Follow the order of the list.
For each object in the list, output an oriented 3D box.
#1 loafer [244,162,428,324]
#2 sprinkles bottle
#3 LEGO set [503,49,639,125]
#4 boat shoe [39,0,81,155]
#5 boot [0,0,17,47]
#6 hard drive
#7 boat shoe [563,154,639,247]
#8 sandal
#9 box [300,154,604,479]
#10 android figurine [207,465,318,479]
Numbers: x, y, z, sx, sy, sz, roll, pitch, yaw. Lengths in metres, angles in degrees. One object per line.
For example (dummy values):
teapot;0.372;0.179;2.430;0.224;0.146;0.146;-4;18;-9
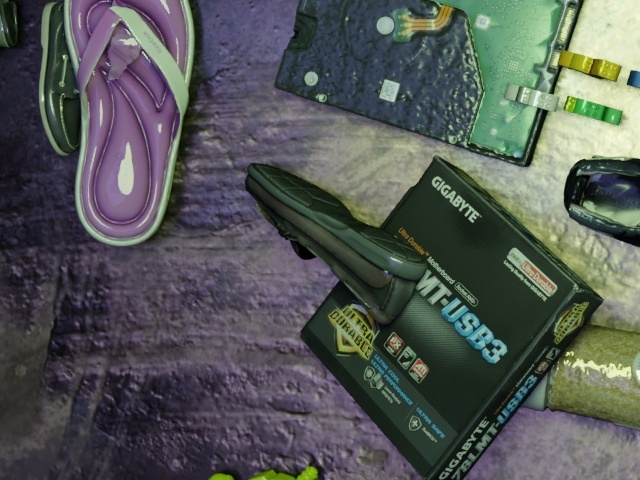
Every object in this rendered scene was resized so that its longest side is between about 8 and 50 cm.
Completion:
loafer;0.000;0.000;1.930;0.302;0.109;0.095;34;108;38
sprinkles bottle;0.406;0.173;1.861;0.355;0.121;0.121;11;95;14
LEGO set;0.343;-0.174;1.836;0.227;0.093;0.087;15;97;-7
boat shoe;-0.329;-0.216;2.064;0.065;0.075;0.206;-3;87;18
boot;-0.485;-0.256;2.104;0.161;0.083;0.246;-10;91;10
hard drive;0.135;-0.251;1.943;0.339;0.064;0.237;18;97;14
boat shoe;0.444;-0.021;1.821;0.340;0.158;0.127;11;96;15
sandal;-0.243;-0.198;2.006;0.169;0.102;0.416;-3;94;-7
box;0.150;0.094;1.882;0.293;0.073;0.295;-54;48;13
android figurine;-0.075;0.414;2.034;0.248;0.056;0.273;43;103;10
